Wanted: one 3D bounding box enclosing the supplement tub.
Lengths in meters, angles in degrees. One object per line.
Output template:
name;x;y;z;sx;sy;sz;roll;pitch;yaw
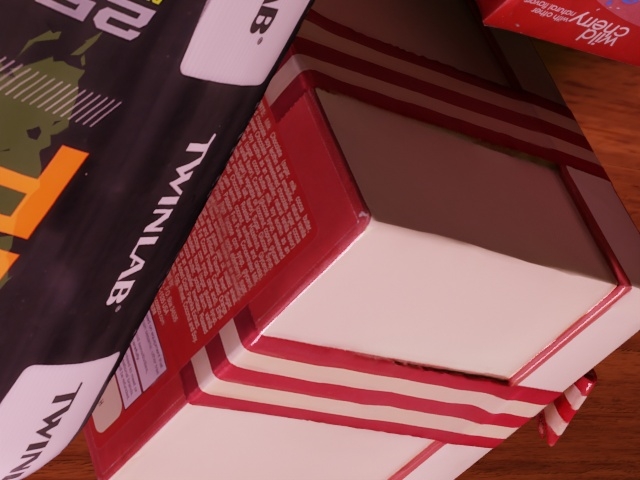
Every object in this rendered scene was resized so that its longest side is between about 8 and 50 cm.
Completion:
supplement tub;-0.134;-0.056;0.532;0.207;0.207;0.338;13;112;-44

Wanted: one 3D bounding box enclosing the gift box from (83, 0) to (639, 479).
gift box;0.000;0.000;0.826;0.258;0.255;0.276;13;138;-41

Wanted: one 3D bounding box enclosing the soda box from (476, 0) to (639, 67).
soda box;0.195;-0.148;0.807;0.263;0.083;0.092;9;146;-39
